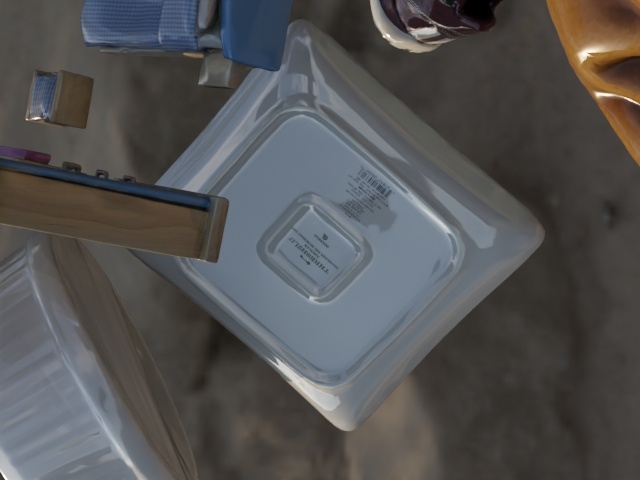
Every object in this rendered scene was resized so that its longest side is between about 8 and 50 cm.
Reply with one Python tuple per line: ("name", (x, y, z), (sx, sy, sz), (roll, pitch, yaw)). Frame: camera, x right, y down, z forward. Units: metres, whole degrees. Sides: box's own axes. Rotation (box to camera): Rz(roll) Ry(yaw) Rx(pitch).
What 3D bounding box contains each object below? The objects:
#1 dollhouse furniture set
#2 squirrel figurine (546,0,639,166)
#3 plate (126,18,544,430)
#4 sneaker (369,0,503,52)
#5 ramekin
("dollhouse furniture set", (-0.188, -0.159, 1.323), (0.286, 0.198, 0.303), (11, 89, 50))
("squirrel figurine", (0.203, -0.256, 1.047), (0.397, 0.281, 0.370), (51, -178, 18))
("plate", (0.000, 0.000, 1.562), (0.278, 0.277, 0.045), (-47, 3, 26))
("sneaker", (0.122, -0.299, 1.532), (0.162, 0.106, 0.281), (5, 99, 56))
("ramekin", (-0.224, 0.130, 1.632), (0.273, 0.127, 0.273), (62, -177, -5))
